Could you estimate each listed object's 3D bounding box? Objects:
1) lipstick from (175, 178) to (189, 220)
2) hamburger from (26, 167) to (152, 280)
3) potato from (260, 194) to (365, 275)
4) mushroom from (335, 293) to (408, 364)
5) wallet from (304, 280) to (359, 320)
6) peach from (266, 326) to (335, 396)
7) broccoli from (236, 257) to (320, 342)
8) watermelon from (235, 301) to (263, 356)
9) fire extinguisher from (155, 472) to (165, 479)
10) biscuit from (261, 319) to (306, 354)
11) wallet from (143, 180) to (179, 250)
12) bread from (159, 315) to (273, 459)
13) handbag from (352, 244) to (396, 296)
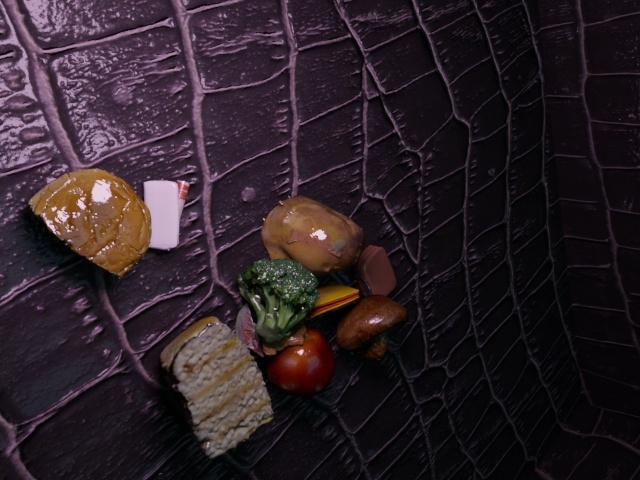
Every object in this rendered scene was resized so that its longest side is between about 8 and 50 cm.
[{"bbox_3d":[-0.397,-0.102,1.584,0.038,0.038,0.131,16,88,-43],"label":"lipstick"},{"bbox_3d":[-0.537,-0.051,1.407,0.211,0.132,0.309,-53,127,-18],"label":"hamburger"},{"bbox_3d":[0.000,0.000,1.829,0.288,0.237,0.301,-28,116,-35],"label":"potato"},{"bbox_3d":[0.177,0.316,2.074,0.263,0.195,0.283,-15,135,-44],"label":"mushroom"},{"bbox_3d":[0.004,0.203,1.932,0.241,0.141,0.067,-16,112,-42],"label":"wallet"},{"bbox_3d":[-0.062,0.412,1.880,0.243,0.199,0.244,-13,114,-32],"label":"peach"},{"bbox_3d":[-0.132,0.171,1.721,0.295,0.264,0.246,103,-2,-56],"label":"broccoli"},{"bbox_3d":[-0.221,0.286,1.792,0.081,0.094,0.180,-24,96,-33],"label":"watermelon"},{"bbox_3d":[-0.474,0.732,1.686,0.037,0.025,0.084,0,100,-4],"label":"fire extinguisher"},{"bbox_3d":[-0.118,0.287,1.842,0.250,0.162,0.035,-54,150,-60],"label":"biscuit"},{"bbox_3d":[-0.428,-0.066,1.541,0.095,0.033,0.190,0,99,0],"label":"wallet"},{"bbox_3d":[-0.319,0.374,1.614,0.239,0.264,0.396,-28,116,-22],"label":"bread"},{"bbox_3d":[0.201,0.127,2.150,0.151,0.072,0.194,-38,123,-30],"label":"handbag"}]
